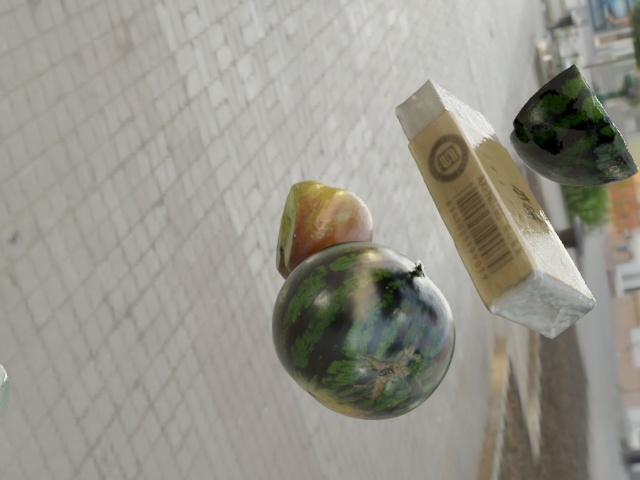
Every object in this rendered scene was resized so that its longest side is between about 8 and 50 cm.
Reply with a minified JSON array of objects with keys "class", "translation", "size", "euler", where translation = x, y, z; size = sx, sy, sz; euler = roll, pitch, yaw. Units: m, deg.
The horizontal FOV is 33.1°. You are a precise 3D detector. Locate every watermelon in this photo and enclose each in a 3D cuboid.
[{"class":"watermelon","translation":[0.353,-0.160,1.520],"size":[0.145,0.193,0.137],"euler":[29,76,-65]},{"class":"watermelon","translation":[0.060,0.127,1.533],"size":[0.269,0.269,0.269],"euler":[-10,90,-73]}]

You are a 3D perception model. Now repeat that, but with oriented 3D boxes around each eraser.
[{"class":"eraser","translation":[0.209,-0.045,1.330],"size":[0.144,0.078,0.343],"euler":[24,34,-43]}]

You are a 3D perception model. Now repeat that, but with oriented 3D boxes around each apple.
[{"class":"apple","translation":[0.000,0.000,1.757],"size":[0.195,0.160,0.173],"euler":[135,-21,-78]}]

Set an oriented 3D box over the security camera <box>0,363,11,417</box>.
[{"class":"security camera","translation":[-0.338,0.091,0.762],"size":[0.191,0.277,0.197],"euler":[-14,122,-32]}]
